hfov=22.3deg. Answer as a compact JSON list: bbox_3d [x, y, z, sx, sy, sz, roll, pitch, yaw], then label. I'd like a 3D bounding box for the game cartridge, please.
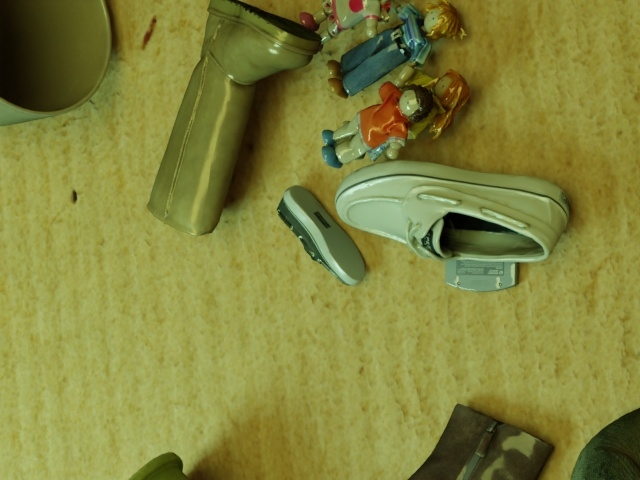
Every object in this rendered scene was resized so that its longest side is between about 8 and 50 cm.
[{"bbox_3d":[0.177,0.028,1.787,0.083,0.017,0.056,1,84,27],"label":"game cartridge"}]

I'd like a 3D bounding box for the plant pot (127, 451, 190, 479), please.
[{"bbox_3d":[-0.150,0.422,1.812,0.254,0.276,0.276,36,103,13],"label":"plant pot"}]

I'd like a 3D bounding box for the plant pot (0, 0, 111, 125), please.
[{"bbox_3d":[-0.444,-0.238,2.004,0.274,0.256,0.257,-18,79,41],"label":"plant pot"}]

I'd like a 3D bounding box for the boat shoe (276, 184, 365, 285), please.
[{"bbox_3d":[0.000,0.000,1.864,0.142,0.049,0.040,54,128,20],"label":"boat shoe"}]

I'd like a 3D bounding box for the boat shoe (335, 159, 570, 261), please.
[{"bbox_3d":[0.133,-0.019,1.758,0.267,0.096,0.088,8,47,21],"label":"boat shoe"}]

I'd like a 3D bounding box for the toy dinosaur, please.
[{"bbox_3d":[0.313,0.275,1.649,0.160,0.121,0.314,1,92,13],"label":"toy dinosaur"}]

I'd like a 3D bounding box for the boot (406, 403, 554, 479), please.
[{"bbox_3d":[0.117,0.277,1.782,0.248,0.090,0.207,17,83,28],"label":"boot"}]

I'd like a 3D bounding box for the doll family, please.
[{"bbox_3d":[0.085,-0.192,1.808,0.163,0.118,0.263,-28,57,29],"label":"doll family"}]

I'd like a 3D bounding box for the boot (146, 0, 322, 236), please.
[{"bbox_3d":[-0.100,-0.131,1.851,0.236,0.089,0.270,37,111,64],"label":"boot"}]
